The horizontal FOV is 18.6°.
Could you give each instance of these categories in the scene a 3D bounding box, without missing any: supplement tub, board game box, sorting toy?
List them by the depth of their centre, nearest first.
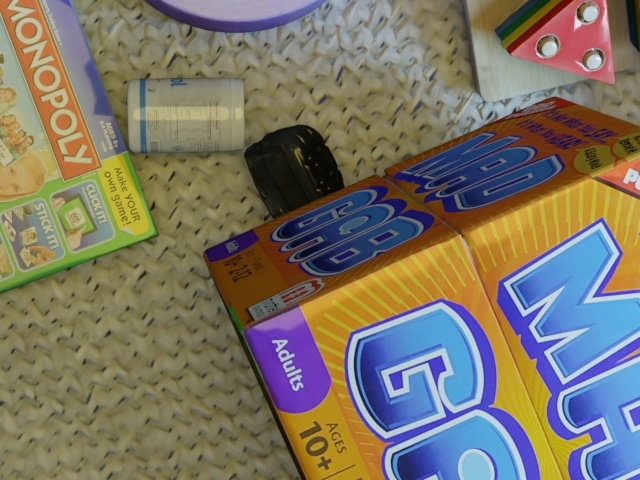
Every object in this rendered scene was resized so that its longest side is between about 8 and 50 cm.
[{"bbox_3d":[0.145,0.124,1.629,0.356,0.356,0.356,-24,102,-4],"label":"board game box"},{"bbox_3d":[0.257,-0.258,1.773,0.255,0.089,0.257,-14,119,-4],"label":"sorting toy"},{"bbox_3d":[-0.125,-0.116,1.809,0.107,0.071,0.071,-2,89,-5],"label":"supplement tub"},{"bbox_3d":[-0.303,-0.116,1.809,0.214,0.046,0.317,-21,90,-3],"label":"board game box"}]

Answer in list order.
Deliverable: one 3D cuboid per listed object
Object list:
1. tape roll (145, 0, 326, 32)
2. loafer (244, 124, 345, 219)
[{"bbox_3d":[-0.078,-0.333,1.808,0.275,0.090,0.274,0,89,-5],"label":"tape roll"},{"bbox_3d":[0.000,0.000,1.821,0.078,0.076,0.223,-19,101,34],"label":"loafer"}]
